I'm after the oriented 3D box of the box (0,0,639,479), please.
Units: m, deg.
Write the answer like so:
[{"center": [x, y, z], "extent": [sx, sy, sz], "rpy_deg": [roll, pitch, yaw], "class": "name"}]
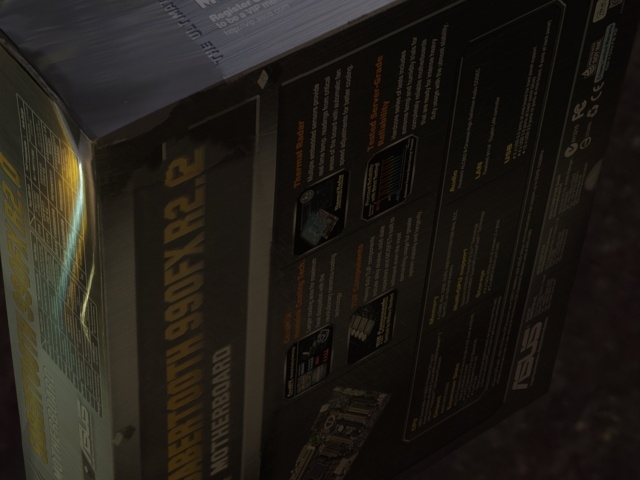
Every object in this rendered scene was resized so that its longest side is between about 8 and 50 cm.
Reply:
[{"center": [0.000, 0.000, 0.536], "extent": [0.056, 0.183, 0.231], "rpy_deg": [46, 150, 31], "class": "box"}]
